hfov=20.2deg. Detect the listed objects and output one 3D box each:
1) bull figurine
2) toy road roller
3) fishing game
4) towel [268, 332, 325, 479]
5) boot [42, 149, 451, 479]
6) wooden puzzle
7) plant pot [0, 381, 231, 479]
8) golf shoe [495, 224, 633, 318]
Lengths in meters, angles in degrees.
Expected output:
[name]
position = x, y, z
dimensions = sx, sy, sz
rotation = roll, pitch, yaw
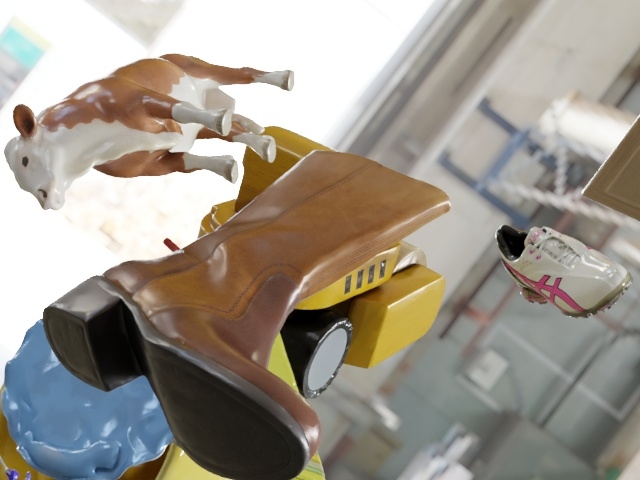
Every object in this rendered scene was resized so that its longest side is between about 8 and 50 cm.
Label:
[bull figurine]
position = -0.150, -0.105, 1.620
dimensions = 0.188, 0.101, 0.310
rotation = 9, 23, 15
[toy road roller]
position = 0.000, 0.000, 1.904
dimensions = 0.202, 0.240, 0.329
rotation = 27, 24, 23
[fishing game]
position = -0.179, 0.123, 1.508
dimensions = 0.189, 0.264, 0.041
rotation = 39, -16, 34
[towel]
position = -0.060, 0.128, 1.617
dimensions = 0.102, 0.021, 0.237
rotation = 26, 29, -34
[boot]
position = -0.013, 0.043, 1.261
dimensions = 0.264, 0.280, 0.096
rotation = 17, -51, 49
[wooden puzzle]
position = 0.451, -0.079, 2.087
dimensions = 0.221, 0.044, 0.239
rotation = 24, -37, -6
[plant pot]
position = -0.160, 0.217, 1.755
dimensions = 0.254, 0.254, 0.239
rotation = 36, 3, 41
[golf shoe]
position = 0.239, 0.027, 1.810
dimensions = 0.086, 0.067, 0.186
rotation = 50, -17, -23
